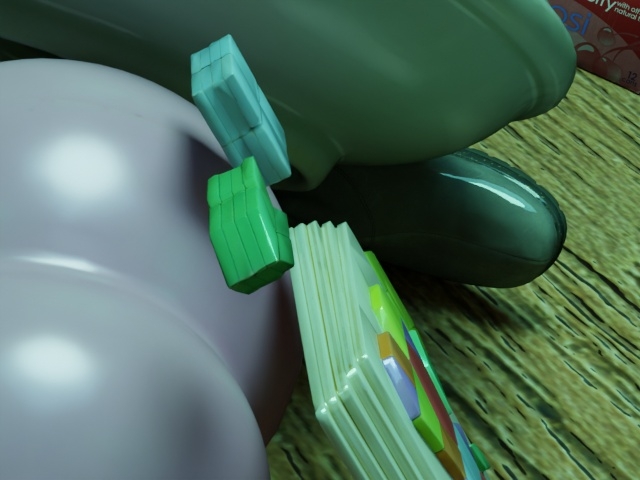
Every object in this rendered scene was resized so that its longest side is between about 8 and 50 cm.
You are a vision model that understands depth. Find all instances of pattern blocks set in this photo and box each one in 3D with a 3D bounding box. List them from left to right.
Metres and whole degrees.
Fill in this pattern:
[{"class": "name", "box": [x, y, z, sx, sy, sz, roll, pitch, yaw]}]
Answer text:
[{"class": "pattern blocks set", "box": [0.043, 0.088, 0.608, 0.026, 0.325, 0.285, -27, 34, 7]}]

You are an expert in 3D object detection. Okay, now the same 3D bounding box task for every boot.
[{"class": "boot", "box": [0.000, 0.000, 0.932, 0.246, 0.083, 0.161, 18, 33, 15]}]

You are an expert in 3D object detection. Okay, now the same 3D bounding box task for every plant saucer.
[{"class": "plant saucer", "box": [-0.082, -0.107, 0.802, 0.400, 0.101, 0.400, 21, -7, 3]}]

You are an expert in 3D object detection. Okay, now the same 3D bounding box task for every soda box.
[{"class": "soda box", "box": [0.171, -0.219, 1.382, 0.263, 0.083, 0.092, 25, 30, 14]}]

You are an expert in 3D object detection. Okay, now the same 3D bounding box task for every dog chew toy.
[{"class": "dog chew toy", "box": [-0.107, 0.081, 0.610, 0.206, 0.207, 0.332, 12, 38, -11]}]
